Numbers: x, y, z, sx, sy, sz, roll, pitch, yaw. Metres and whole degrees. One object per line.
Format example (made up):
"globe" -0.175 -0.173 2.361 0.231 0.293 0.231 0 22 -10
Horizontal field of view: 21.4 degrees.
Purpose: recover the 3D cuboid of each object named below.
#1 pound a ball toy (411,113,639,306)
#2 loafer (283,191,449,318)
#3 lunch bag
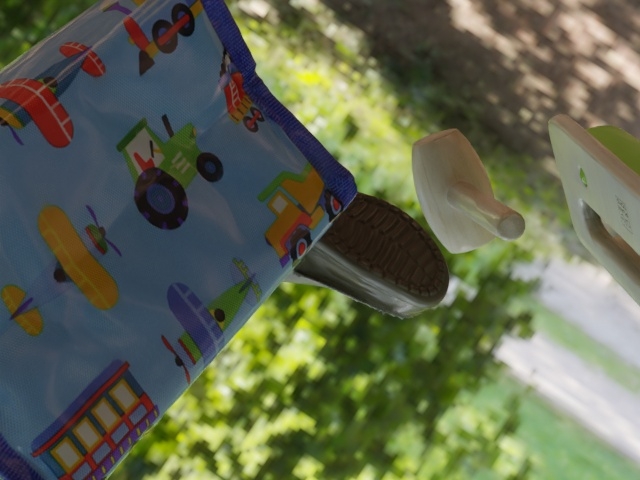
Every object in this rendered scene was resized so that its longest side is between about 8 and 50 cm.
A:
"pound a ball toy" 0.191 0.009 0.944 0.319 0.208 0.136 -118 8 -69
"loafer" 0.000 0.000 0.900 0.148 0.056 0.050 30 136 13
"lunch bag" -0.168 0.021 0.737 0.293 0.221 0.138 -17 113 44
